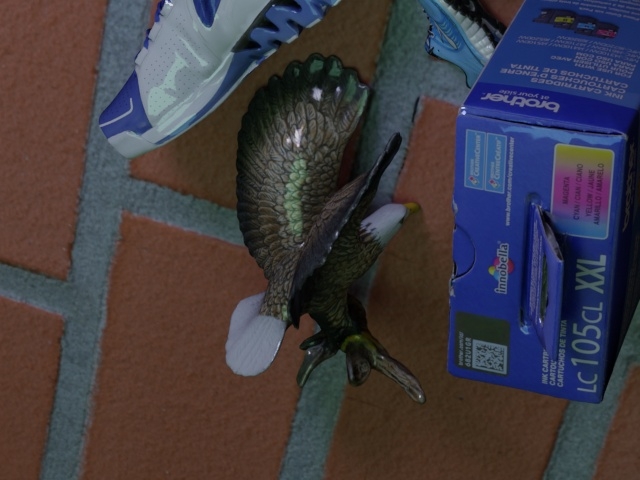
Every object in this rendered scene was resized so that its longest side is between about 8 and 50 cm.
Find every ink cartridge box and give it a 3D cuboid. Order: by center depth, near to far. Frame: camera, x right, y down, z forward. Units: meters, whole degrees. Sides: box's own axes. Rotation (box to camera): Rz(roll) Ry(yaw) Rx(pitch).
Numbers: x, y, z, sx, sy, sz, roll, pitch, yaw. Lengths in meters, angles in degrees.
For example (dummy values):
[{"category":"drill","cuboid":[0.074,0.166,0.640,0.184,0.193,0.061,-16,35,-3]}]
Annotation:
[{"category":"ink cartridge box","cuboid":[0.216,-0.046,1.657,0.151,0.395,0.270,11,123,18]}]

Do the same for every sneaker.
[{"category":"sneaker","cuboid":[0.118,-0.205,1.798,0.073,0.063,0.162,-32,107,34]},{"category":"sneaker","cuboid":[-0.116,-0.239,1.826,0.315,0.127,0.182,-38,100,25]}]

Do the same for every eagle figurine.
[{"category":"eagle figurine","cuboid":[0.007,-0.007,1.886,0.226,0.225,0.298,7,133,26]}]
